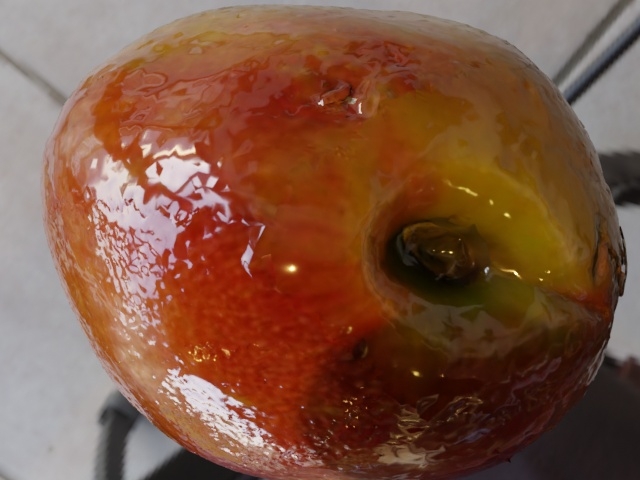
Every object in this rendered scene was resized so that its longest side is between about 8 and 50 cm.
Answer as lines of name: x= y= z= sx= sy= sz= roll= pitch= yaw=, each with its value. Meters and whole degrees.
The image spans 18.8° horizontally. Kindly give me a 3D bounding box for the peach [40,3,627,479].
peach: x=0.000 y=0.003 z=1.179 sx=0.373 sy=0.372 sz=0.290 roll=2 pitch=87 yaw=19
